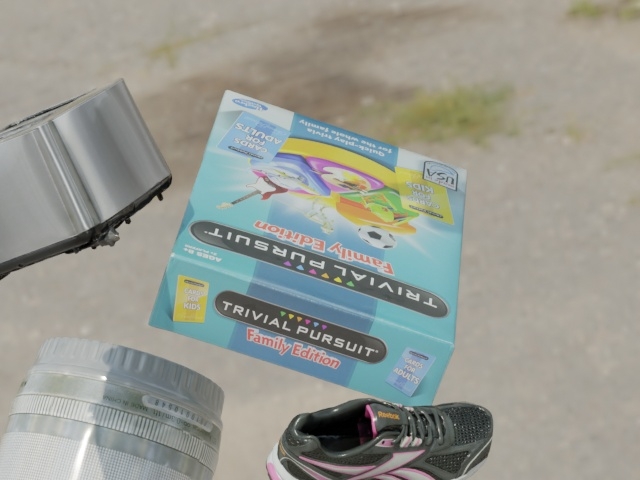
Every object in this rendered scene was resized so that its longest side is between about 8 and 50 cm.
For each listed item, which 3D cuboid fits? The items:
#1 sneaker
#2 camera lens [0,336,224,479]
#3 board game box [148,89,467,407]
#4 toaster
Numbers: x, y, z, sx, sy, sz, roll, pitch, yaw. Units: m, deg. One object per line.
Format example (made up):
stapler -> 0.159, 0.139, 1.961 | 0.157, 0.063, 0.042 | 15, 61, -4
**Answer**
sneaker -> 0.051, 0.151, 1.500 | 0.178, 0.077, 0.072 | -11, 57, -18
camera lens -> -0.226, 0.259, 2.009 | 0.219, 0.219, 0.274 | 2, 69, 38
board game box -> 0.000, 0.000, 1.817 | 0.254, 0.079, 0.336 | 18, 29, -4
toaster -> -0.224, -0.045, 1.628 | 0.185, 0.110, 0.168 | -19, 12, 26
